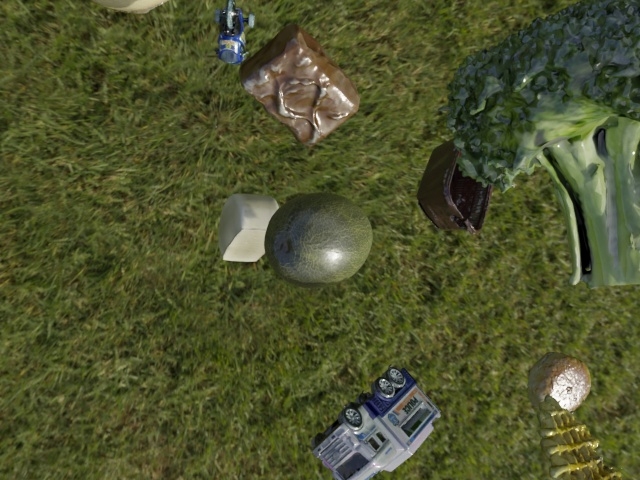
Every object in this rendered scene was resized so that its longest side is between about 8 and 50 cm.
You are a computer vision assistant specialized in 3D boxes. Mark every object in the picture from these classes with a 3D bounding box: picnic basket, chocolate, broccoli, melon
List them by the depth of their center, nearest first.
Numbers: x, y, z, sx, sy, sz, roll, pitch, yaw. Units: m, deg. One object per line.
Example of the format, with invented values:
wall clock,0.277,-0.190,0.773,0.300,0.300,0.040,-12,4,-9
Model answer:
broccoli,0.331,-0.125,0.658,0.249,0.375,0.302,-55,132,-39
chocolate,-0.031,-0.263,1.068,0.148,0.093,0.214,-32,134,24
melon,0.000,0.000,1.483,0.237,0.302,0.237,5,99,34
picnic basket,0.389,-0.163,1.732,0.222,0.129,0.297,46,52,-30

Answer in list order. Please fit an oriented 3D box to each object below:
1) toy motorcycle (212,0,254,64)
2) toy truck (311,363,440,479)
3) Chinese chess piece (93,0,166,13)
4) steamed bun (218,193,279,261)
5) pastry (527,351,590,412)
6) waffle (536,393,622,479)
toy motorcycle,-0.256,-0.588,1.753,0.113,0.315,0.168,5,94,-4
toy truck,0.114,0.371,1.176,0.155,0.268,0.124,47,123,14
Chinese chess piece,-0.438,-0.694,1.381,0.338,0.140,0.338,-3,73,11
steamed bun,-0.224,-0.051,1.831,0.146,0.241,0.164,3,64,-25
pastry,0.705,0.425,1.774,0.192,0.093,0.182,17,91,-25
waffle,0.543,0.459,1.263,0.250,0.261,0.056,42,121,-4
